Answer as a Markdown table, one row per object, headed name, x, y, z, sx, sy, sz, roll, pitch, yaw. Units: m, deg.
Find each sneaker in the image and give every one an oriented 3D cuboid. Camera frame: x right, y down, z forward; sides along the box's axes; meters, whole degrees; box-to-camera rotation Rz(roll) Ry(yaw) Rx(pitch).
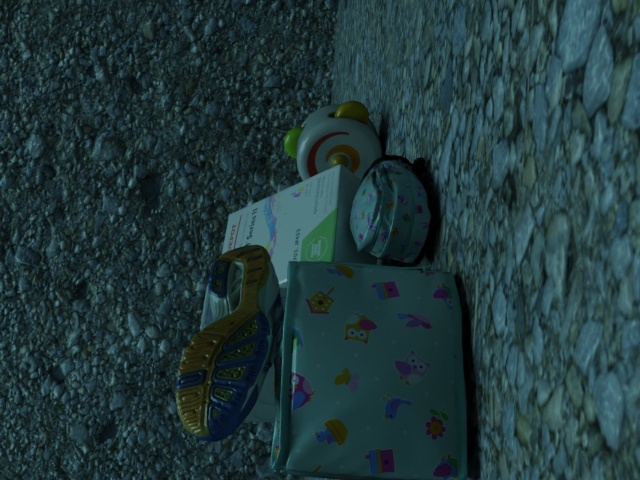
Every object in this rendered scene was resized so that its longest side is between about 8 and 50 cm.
| name | x | y | z | sx | sy | sz | roll | pitch | yaw |
| --- | --- | --- | --- | --- | --- | --- | --- | --- | --- |
| sneaker | -0.091 | 0.140 | 0.871 | 0.296 | 0.112 | 0.131 | -79 | -25 | -49 |

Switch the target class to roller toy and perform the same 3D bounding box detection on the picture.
| name | x | y | z | sx | sy | sz | roll | pitch | yaw |
| --- | --- | --- | --- | --- | --- | --- | --- | --- | --- |
| roller toy | 0.043 | -0.197 | 1.538 | 0.191 | 0.209 | 0.146 | 54 | -166 | -24 |

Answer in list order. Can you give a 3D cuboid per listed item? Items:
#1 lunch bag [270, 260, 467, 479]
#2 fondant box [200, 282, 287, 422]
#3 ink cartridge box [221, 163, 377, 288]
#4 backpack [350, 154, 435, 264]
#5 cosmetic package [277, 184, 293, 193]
| name | x | y | z | sx | sy | sz | roll | pitch | yaw |
| --- | --- | --- | --- | --- | --- | --- | --- | --- | --- |
| lunch bag | 0.056 | 0.151 | 0.828 | 0.160 | 0.223 | 0.262 | 98 | 175 | -68 |
| fondant box | -0.024 | 0.192 | 1.101 | 0.096 | 0.330 | 0.238 | -92 | 8 | -47 |
| ink cartridge box | -0.070 | 0.029 | 1.233 | 0.353 | 0.119 | 0.207 | -22 | 49 | 36 |
| backpack | 0.108 | -0.038 | 1.048 | 0.182 | 0.115 | 0.152 | -98 | 15 | -61 |
| cosmetic package | 0.000 | 0.000 | 1.642 | 0.138 | 0.225 | 0.224 | -92 | 7 | -53 |
